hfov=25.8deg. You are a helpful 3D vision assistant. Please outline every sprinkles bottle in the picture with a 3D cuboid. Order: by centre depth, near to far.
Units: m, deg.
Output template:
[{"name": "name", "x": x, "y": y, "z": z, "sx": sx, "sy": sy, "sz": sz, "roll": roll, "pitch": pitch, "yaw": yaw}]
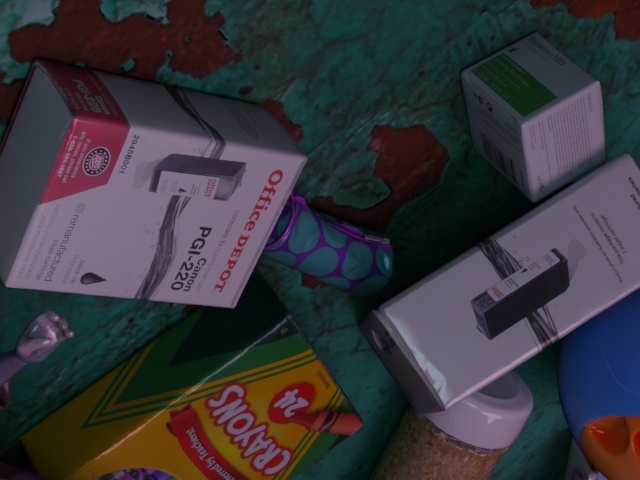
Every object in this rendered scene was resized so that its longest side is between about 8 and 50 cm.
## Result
[{"name": "sprinkles bottle", "x": 0.104, "y": 0.285, "z": 1.520, "sx": 0.121, "sy": 0.121, "sz": 0.355, "roll": 4, "pitch": 122, "yaw": -36}]

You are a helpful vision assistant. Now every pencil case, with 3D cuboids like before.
[{"name": "pencil case", "x": 0.000, "y": 0.000, "z": 1.256, "sx": 0.070, "sy": 0.064, "sz": 0.152, "roll": -41, "pitch": 140, "yaw": 24}]

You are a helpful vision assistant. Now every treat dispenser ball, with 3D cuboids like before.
[{"name": "treat dispenser ball", "x": 0.397, "y": 0.145, "z": 1.483, "sx": 0.288, "sy": 0.288, "sz": 0.288, "roll": -19, "pitch": 133, "yaw": -21}]

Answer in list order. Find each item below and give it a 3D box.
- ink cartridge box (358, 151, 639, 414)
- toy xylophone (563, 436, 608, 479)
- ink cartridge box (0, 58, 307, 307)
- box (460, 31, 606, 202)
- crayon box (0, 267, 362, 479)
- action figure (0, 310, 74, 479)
[{"name": "ink cartridge box", "x": 0.184, "y": 0.048, "z": 1.320, "sx": 0.273, "sy": 0.114, "sz": 0.197, "roll": -31, "pitch": 174, "yaw": -7}, {"name": "toy xylophone", "x": 0.428, "y": 0.283, "z": 1.769, "sx": 0.323, "sy": 0.081, "sz": 0.236, "roll": -23, "pitch": 135, "yaw": -17}, {"name": "ink cartridge box", "x": -0.142, "y": -0.038, "z": 1.109, "sx": 0.218, "sy": 0.092, "sz": 0.158, "roll": 7, "pitch": 120, "yaw": -40}, {"name": "box", "x": 0.195, "y": -0.112, "z": 1.270, "sx": 0.087, "sy": 0.101, "sz": 0.102, "roll": -29, "pitch": 136, "yaw": -13}, {"name": "crayon box", "x": -0.135, "y": 0.195, "z": 1.312, "sx": 0.318, "sy": 0.081, "sz": 0.202, "roll": -36, "pitch": 137, "yaw": -4}, {"name": "action figure", "x": -0.306, "y": 0.194, "z": 1.139, "sx": 0.248, "sy": 0.276, "sz": 0.370, "roll": -41, "pitch": 110, "yaw": -27}]
